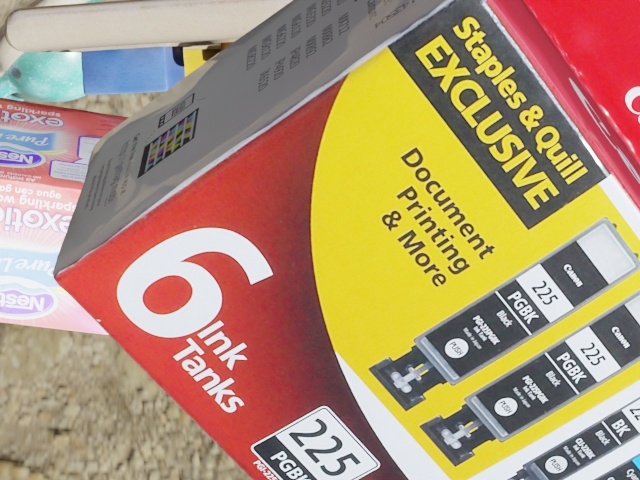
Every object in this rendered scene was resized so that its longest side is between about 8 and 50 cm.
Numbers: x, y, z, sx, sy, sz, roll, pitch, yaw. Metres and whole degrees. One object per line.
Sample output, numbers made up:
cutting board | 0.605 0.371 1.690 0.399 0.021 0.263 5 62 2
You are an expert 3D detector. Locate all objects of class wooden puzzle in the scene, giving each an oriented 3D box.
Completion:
wooden puzzle | -0.102 -0.189 1.404 0.322 0.348 0.080 0 92 18

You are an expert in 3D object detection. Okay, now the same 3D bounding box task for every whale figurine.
whale figurine | -0.379 -0.243 1.899 0.141 0.272 0.216 48 52 -6

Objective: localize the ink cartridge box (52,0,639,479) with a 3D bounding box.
ink cartridge box | 0.092 0.020 0.603 0.272 0.130 0.309 -34 114 17

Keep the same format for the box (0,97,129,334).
box | -0.251 -0.024 1.165 0.300 0.154 0.142 7 120 -12
